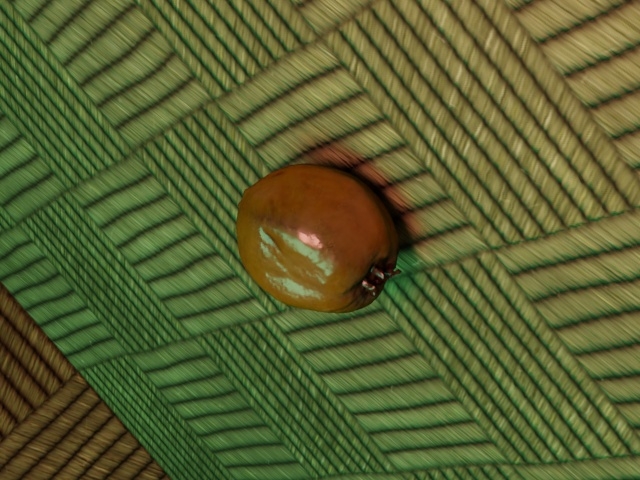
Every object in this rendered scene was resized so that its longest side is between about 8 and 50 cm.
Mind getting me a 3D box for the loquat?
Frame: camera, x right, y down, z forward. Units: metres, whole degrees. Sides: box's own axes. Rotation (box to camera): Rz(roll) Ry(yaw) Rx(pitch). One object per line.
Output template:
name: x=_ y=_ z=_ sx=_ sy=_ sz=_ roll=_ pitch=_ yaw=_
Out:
loquat: x=0.000 y=0.000 z=2.120 sx=0.234 sy=0.176 sz=0.187 roll=23 pitch=148 yaw=21
